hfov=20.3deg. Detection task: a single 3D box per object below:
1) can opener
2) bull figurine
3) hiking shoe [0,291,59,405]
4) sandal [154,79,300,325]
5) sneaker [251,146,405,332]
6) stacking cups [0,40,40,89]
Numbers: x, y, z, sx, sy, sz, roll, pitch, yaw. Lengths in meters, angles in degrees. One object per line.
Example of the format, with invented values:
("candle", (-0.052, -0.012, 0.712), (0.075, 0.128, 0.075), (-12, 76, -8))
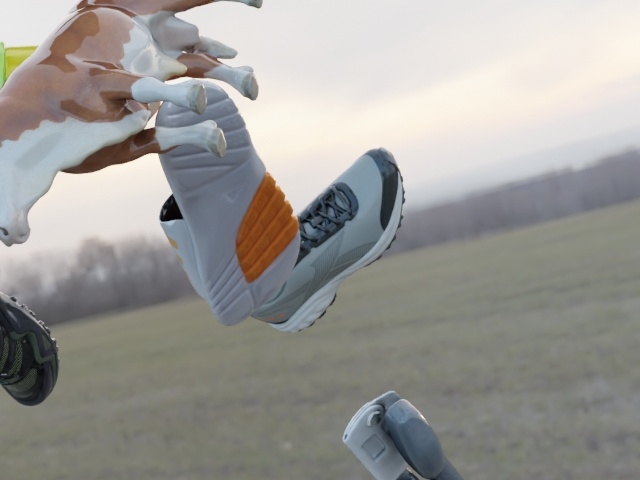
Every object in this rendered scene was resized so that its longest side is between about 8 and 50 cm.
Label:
("can opener", (0.111, 0.254, 1.870), (0.074, 0.280, 0.093), (-43, 46, -7))
("bull figurine", (-0.157, -0.111, 1.346), (0.188, 0.101, 0.310), (1, 36, 13))
("hiking shoe", (-0.300, 0.088, 1.498), (0.086, 0.227, 0.114), (17, 61, 31))
("sandal", (-0.090, -0.042, 1.469), (0.102, 0.265, 0.076), (-39, 49, -20))
("sneaker", (0.000, 0.000, 2.114), (0.108, 0.100, 0.271), (17, -61, -45))
("stacking cups", (-0.355, -0.119, 1.487), (0.316, 0.096, 0.096), (-2, -1, -5))
